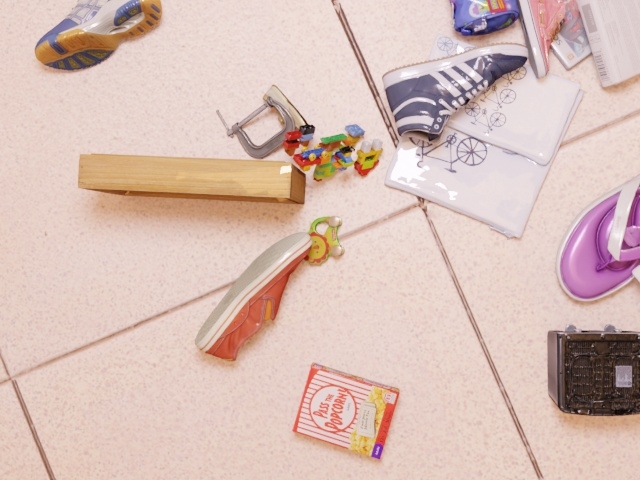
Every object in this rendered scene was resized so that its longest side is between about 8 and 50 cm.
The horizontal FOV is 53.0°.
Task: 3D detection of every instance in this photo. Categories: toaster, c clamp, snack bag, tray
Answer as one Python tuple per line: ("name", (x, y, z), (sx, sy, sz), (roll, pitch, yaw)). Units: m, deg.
("toaster", (0.542, 0.260, 1.262), (0.168, 0.110, 0.185), (-1, 90, 7))
("c clamp", (-0.134, -0.247, 1.355), (0.161, 0.022, 0.137), (-24, 97, 29))
("snack bag", (0.324, -0.214, 1.321), (0.323, 0.037, 0.342), (23, 93, 5))
("tray", (-0.247, -0.123, 1.301), (0.411, 0.203, 0.076), (4, 91, 6))

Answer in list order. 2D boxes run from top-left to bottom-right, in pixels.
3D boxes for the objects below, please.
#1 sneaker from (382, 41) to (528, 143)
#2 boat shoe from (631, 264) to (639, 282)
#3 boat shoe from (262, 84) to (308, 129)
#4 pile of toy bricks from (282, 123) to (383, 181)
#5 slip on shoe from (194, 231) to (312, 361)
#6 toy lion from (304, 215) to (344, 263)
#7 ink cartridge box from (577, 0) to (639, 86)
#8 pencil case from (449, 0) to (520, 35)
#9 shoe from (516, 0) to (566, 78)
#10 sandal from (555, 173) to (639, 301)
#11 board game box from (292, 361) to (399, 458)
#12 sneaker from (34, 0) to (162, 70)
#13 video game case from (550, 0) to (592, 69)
("sneaker", (0.271, -0.281, 1.256), (0.283, 0.099, 0.153), (-11, 82, 12))
("boat shoe", (0.699, 0.152, 1.255), (0.096, 0.098, 0.277), (-29, 96, 25))
("boat shoe", (-0.071, -0.268, 1.361), (0.045, 0.050, 0.135), (-40, 76, 9))
("pile of toy bricks", (0.015, -0.166, 1.313), (0.118, 0.212, 0.105), (46, 135, 33))
("slip on shoe", (-0.125, 0.117, 1.344), (0.101, 0.123, 0.331), (38, 94, -18))
("toy lion", (0.000, 0.000, 1.364), (0.096, 0.034, 0.100), (-4, 90, 14))
("ink cartridge box", (0.634, -0.429, 1.269), (0.225, 0.056, 0.180), (-25, 101, -14))
("pencil case", (0.292, -0.555, 1.281), (0.133, 0.119, 0.305), (-17, 88, 8))
("shoe", (0.446, -0.413, 1.267), (0.081, 0.063, 0.177), (-12, 81, 10))
("sandal", (0.633, -0.046, 1.254), (0.416, 0.102, 0.169), (-43, 86, 5))
("board game box", (0.053, 0.356, 1.350), (0.194, 0.045, 0.146), (15, 92, 6))
("sneaker", (-0.485, -0.478, 1.390), (0.297, 0.112, 0.130), (-25, 70, 4))
("video game case", (0.530, -0.479, 1.303), (0.201, 0.023, 0.183), (-37, 87, 5))
